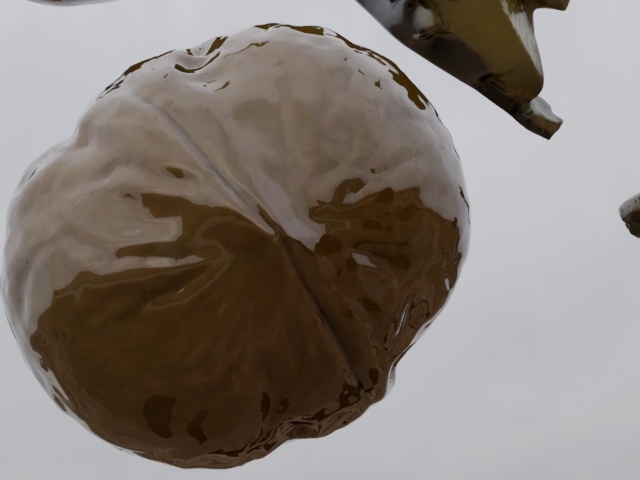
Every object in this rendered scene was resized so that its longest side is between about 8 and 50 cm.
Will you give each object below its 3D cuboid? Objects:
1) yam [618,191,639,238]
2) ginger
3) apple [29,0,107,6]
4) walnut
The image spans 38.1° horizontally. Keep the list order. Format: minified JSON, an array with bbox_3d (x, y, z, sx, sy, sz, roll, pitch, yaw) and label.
[{"bbox_3d":[0.527,-0.092,1.270,0.061,0.061,0.253,18,-47,-43],"label":"yam"},{"bbox_3d":[0.213,-0.329,1.199,0.358,0.413,0.211,32,-68,-23],"label":"ginger"},{"bbox_3d":[-0.430,-0.537,1.576,0.316,0.288,0.288,-3,-21,-43],"label":"apple"},{"bbox_3d":[-0.062,0.005,0.716,0.354,0.308,0.398,-46,7,-5],"label":"walnut"}]
